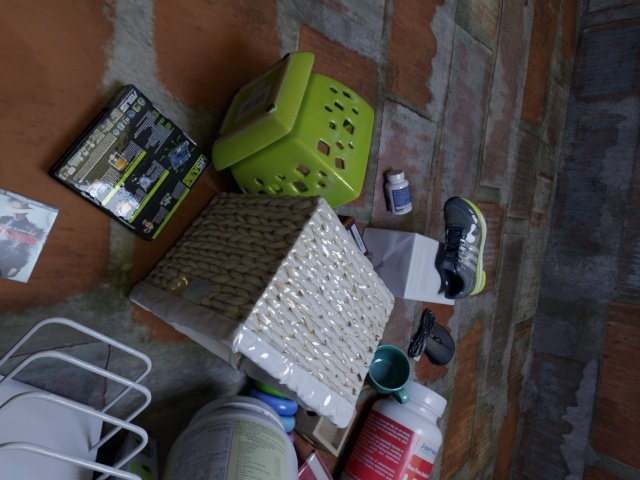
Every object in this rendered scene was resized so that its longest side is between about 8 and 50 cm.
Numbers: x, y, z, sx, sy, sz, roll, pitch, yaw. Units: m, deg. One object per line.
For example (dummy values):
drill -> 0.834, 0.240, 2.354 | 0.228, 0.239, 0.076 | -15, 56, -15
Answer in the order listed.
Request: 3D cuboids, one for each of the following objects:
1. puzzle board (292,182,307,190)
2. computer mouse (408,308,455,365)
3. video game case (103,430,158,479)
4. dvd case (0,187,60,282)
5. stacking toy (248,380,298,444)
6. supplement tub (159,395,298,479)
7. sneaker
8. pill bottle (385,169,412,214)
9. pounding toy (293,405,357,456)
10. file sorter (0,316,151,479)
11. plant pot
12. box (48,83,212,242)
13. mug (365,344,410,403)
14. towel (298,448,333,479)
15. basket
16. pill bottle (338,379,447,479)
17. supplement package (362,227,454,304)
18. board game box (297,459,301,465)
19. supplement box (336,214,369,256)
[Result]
puzzle board -> -0.053, -0.077, 0.887 | 0.011, 0.128, 0.096 | 18, 84, -54
computer mouse -> 0.432, 0.388, 1.510 | 0.272, 0.072, 0.188 | 43, 67, -41
video game case -> -0.345, 0.460, 0.618 | 0.061, 0.244, 0.269 | 33, 72, -15
dvd case -> -0.444, -0.007, 0.587 | 0.087, 0.013, 0.119 | 28, 77, -45
stacking toy -> -0.093, 0.324, 0.938 | 0.141, 0.141, 0.329 | 31, 70, -44
supplement tub -> -0.149, 0.428, 0.657 | 0.236, 0.325, 0.235 | -1, 102, -7
sneaker -> 0.377, 0.029, 1.112 | 0.121, 0.111, 0.299 | -24, 109, -38
pill bottle -> 0.227, -0.142, 1.200 | 0.067, 0.067, 0.120 | -34, 121, -36
pounding toy -> 0.012, 0.417, 1.084 | 0.181, 0.094, 0.206 | 56, 50, -30
file sorter -> -0.336, 0.262, 0.512 | 0.173, 0.277, 0.193 | -42, 124, 9
plant pot -> -0.056, -0.191, 0.766 | 0.207, 0.228, 0.226 | 38, 51, -37
box -> -0.303, -0.124, 0.686 | 0.184, 0.045, 0.190 | 46, 65, -43
mug -> 0.193, 0.400, 1.220 | 0.097, 0.130, 0.157 | 102, -4, -60
towel -> -0.084, 0.704, 0.993 | 0.329, 0.037, 0.236 | -41, 124, -34
basket -> -0.085, 0.113, 0.752 | 0.266, 0.329, 0.331 | -57, 131, -24
pill bottle -> 0.221, 0.634, 1.232 | 0.229, 0.229, 0.407 | 45, 66, -41
supplement package -> 0.264, 0.080, 1.204 | 0.293, 0.176, 0.177 | 15, 85, -46
board game box -> -0.120, 0.636, 1.009 | 0.194, 0.060, 0.193 | 23, 81, -46
supplement box -> 0.000, 0.000, 0.911 | 0.081, 0.188, 0.104 | -45, 126, -29
